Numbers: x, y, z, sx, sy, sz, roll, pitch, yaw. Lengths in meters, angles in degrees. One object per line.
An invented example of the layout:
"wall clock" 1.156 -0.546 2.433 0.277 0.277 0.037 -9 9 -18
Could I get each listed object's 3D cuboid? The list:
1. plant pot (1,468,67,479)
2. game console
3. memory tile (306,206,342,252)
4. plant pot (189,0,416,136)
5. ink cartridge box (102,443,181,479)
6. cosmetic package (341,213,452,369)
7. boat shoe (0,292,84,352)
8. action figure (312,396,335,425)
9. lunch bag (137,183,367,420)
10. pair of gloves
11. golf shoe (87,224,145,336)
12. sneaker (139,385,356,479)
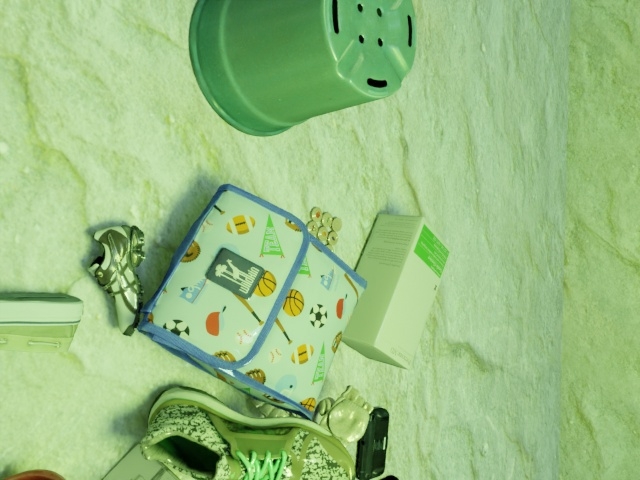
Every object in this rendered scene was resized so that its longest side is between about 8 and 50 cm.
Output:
"plant pot" -0.415 0.541 0.792 0.272 0.272 0.265 -48 132 -30
"game console" 0.153 0.657 1.500 0.213 0.044 0.361 3 92 -46
"memory tile" 0.000 0.000 1.302 0.113 0.012 0.148 27 75 -43
"plant pot" -0.021 -0.384 1.020 0.341 0.334 0.341 -6 99 -43
"ink cartridge box" -0.248 0.511 0.922 0.117 0.283 0.207 -44 123 -28
"cosmetic package" 0.196 0.133 1.410 0.197 0.155 0.365 38 67 -43
"boat shoe" -0.496 0.126 0.763 0.302 0.109 0.094 9 90 -47
"action figure" 0.052 0.602 1.206 0.276 0.370 0.248 -40 162 -51
"lunch bag" -0.125 0.123 1.037 0.385 0.239 0.327 42 61 -33
"pair of gloves" -0.011 0.375 1.188 0.204 0.240 0.042 -39 156 -36
"golf shoe" -0.360 0.071 0.926 0.094 0.077 0.198 0 92 -27
"sneaker" -0.140 0.401 0.941 0.182 0.411 0.158 -58 162 -83
